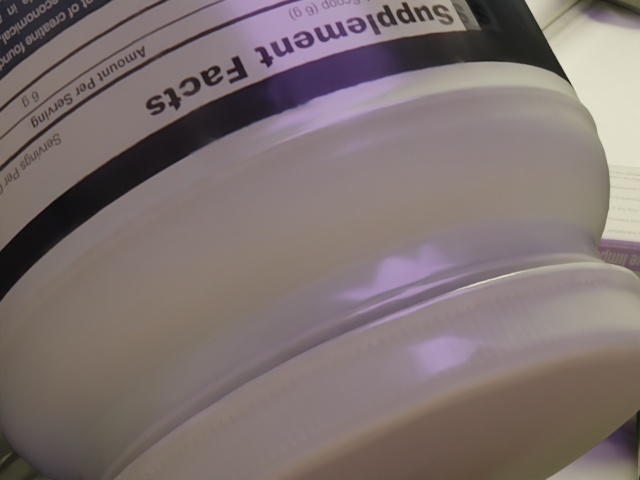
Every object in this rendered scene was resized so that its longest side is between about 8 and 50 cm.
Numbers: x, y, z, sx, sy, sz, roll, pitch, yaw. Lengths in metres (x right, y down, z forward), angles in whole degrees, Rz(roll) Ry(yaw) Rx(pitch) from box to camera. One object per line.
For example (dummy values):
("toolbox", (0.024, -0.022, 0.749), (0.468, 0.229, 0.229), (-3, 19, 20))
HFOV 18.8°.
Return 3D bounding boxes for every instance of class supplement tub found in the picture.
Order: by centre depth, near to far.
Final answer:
("supplement tub", (-0.033, -0.044, 0.577), (0.191, 0.191, 0.272), (-10, 65, -36))

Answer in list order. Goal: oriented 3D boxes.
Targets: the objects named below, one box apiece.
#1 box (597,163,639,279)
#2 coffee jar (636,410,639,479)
("box", (0.000, 0.000, 0.725), (0.324, 0.063, 0.067), (5, 32, -15))
("coffee jar", (0.147, 0.080, 0.634), (0.096, 0.079, 0.184), (17, 30, 5))
